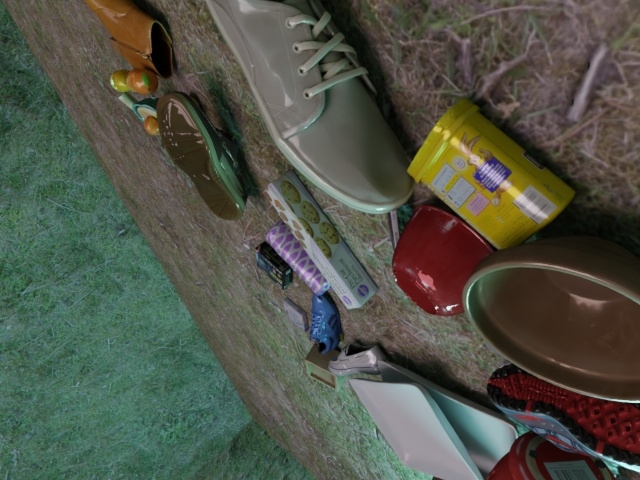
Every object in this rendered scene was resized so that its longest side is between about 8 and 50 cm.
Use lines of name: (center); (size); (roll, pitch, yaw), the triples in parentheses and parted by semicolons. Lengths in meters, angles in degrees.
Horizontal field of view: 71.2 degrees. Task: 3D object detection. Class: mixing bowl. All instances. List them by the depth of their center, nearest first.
mixing bowl: (0.173, 0.046, 0.669); (0.181, 0.098, 0.181); (47, 170, 11)

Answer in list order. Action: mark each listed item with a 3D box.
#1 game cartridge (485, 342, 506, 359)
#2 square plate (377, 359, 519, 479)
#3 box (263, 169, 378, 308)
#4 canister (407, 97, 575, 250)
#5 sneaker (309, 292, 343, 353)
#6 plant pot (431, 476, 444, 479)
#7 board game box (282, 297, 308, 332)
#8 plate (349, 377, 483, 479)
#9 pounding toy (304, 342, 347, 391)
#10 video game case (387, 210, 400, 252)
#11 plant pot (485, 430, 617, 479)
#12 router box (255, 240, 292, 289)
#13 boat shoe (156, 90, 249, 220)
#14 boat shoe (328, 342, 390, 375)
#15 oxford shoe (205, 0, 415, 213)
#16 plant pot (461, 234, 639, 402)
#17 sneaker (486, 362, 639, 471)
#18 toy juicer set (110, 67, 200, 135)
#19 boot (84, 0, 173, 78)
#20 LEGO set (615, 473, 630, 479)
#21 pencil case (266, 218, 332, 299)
game cartridge: (0.305, 0.163, 0.745); (0.056, 0.017, 0.083); (31, 146, 29)
square plate: (0.305, 0.447, 1.021); (0.344, 0.049, 0.347); (15, 132, 48)
box: (0.000, 0.000, 0.967); (0.324, 0.067, 0.063); (55, 152, -2)
canister: (0.206, -0.075, 0.558); (0.170, 0.073, 0.126); (45, 152, 12)
sneaker: (0.005, 0.227, 1.207); (0.069, 0.082, 0.209); (27, 142, 42)
plant pot: (0.345, 0.758, 1.015); (0.323, 0.280, 0.323); (30, 158, 14)
board game box: (-0.078, 0.234, 1.404); (0.090, 0.020, 0.090); (34, 147, 33)
plate: (0.216, 0.425, 1.030); (0.278, 0.045, 0.277); (57, 150, -4)
pounding toy: (0.020, 0.373, 1.358); (0.130, 0.100, 0.141); (22, 144, 22)
video game case: (0.122, -0.024, 0.750); (0.087, 0.011, 0.122); (-91, -11, -53)
plant pot: (0.381, 0.429, 0.745); (0.191, 0.191, 0.174); (30, 126, 36)
router box: (-0.133, 0.073, 1.281); (0.122, 0.038, 0.092); (40, 150, 23)
boat shoe: (-0.257, -0.206, 1.054); (0.123, 0.123, 0.342); (-1, 136, 28)
boat shoe: (0.093, 0.305, 1.183); (0.226, 0.083, 0.076); (-21, 94, 49)
oxford shoe: (-0.013, -0.235, 0.615); (0.449, 0.169, 0.130); (57, 151, 2)
plant pot: (0.300, 0.073, 0.524); (0.237, 0.110, 0.237); (29, 150, 19)
sneaker: (0.394, 0.269, 0.676); (0.125, 0.104, 0.262); (47, 162, -28)
toy juicer set: (-0.457, -0.339, 1.163); (0.209, 0.090, 0.329); (33, 164, -28)
boot: (-0.437, -0.521, 1.004); (0.211, 0.104, 0.295); (29, 150, 29)
LEGO set: (0.535, 0.426, 0.624); (0.093, 0.087, 0.227); (57, 153, -7)
pencil case: (-0.037, 0.037, 1.054); (0.206, 0.086, 0.088); (47, -174, 12)
